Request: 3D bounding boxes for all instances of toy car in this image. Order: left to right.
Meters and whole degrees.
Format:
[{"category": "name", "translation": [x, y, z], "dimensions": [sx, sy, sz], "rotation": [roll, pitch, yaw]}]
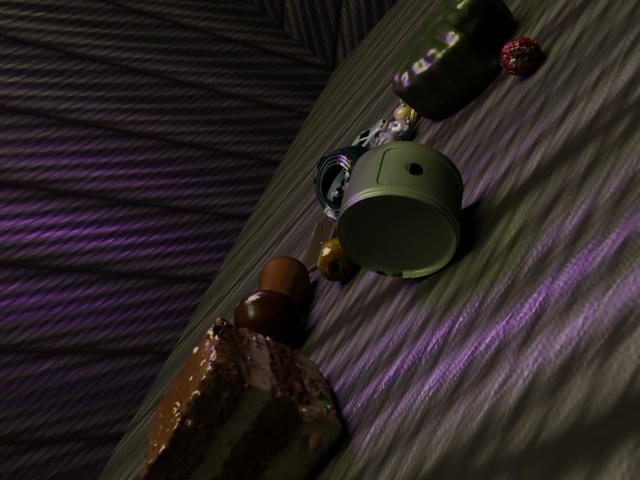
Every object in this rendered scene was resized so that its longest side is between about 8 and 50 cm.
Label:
[{"category": "toy car", "translation": [0.156, -0.331, 1.675], "dimensions": [0.224, 0.076, 0.090], "rotation": [-51, 10, 38]}]

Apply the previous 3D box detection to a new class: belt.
[{"category": "belt", "translation": [0.080, -0.149, 1.363], "dimensions": [0.116, 0.206, 0.267], "rotation": [-21, -8, -29]}]

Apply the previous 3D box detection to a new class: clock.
[{"category": "clock", "translation": [0.222, -0.296, 1.445], "dimensions": [0.117, 0.080, 0.176], "rotation": [-42, 21, 41]}]

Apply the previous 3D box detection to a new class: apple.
[{"category": "apple", "translation": [0.045, 0.049, 1.264], "dimensions": [0.102, 0.099, 0.114], "rotation": [-90, 13, -65]}]

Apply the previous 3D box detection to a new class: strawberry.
[{"category": "strawberry", "translation": [0.437, -0.404, 1.065], "dimensions": [0.083, 0.083, 0.096], "rotation": [-51, 10, 16]}]

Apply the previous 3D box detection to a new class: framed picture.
[{"category": "framed picture", "translation": [0.001, 0.000, 1.617], "dimensions": [0.192, 0.018, 0.265], "rotation": [-36, 27, 50]}]

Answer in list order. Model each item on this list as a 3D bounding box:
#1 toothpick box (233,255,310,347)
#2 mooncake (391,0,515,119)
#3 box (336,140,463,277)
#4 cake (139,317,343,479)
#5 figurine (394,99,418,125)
[{"category": "toothpick box", "translation": [-0.122, 0.175, 1.358], "dimensions": [0.192, 0.192, 0.294], "rotation": [-47, 12, 28]}, {"category": "mooncake", "translation": [0.348, -0.512, 1.325], "dimensions": [0.351, 0.187, 0.351], "rotation": [-51, 19, 24]}, {"category": "box", "translation": [0.153, -0.054, 0.927], "dimensions": [0.226, 0.226, 0.149], "rotation": [-39, 24, 44]}, {"category": "cake", "translation": [-0.149, 0.339, 0.922], "dimensions": [0.282, 0.290, 0.256], "rotation": [-55, 15, 7]}, {"category": "figurine", "translation": [0.296, -0.434, 1.522], "dimensions": [0.187, 0.083, 0.083], "rotation": [-55, 16, -2]}]
